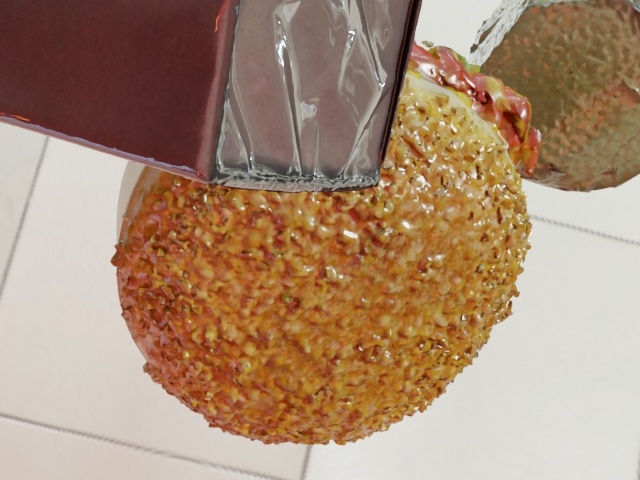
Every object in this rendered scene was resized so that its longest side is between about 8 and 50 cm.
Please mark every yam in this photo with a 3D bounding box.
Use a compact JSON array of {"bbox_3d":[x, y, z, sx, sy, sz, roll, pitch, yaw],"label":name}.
[{"bbox_3d":[0.243,-0.163,1.043,0.201,0.271,0.202,40,116,1],"label":"yam"}]

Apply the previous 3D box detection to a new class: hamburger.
[{"bbox_3d":[0.000,0.000,0.759,0.276,0.179,0.294,14,107,-24],"label":"hamburger"}]

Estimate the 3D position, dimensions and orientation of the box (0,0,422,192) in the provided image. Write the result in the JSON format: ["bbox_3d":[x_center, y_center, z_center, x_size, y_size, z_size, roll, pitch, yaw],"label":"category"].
[{"bbox_3d":[-0.041,-0.154,0.469,0.153,0.188,0.252,17,99,23],"label":"box"}]
